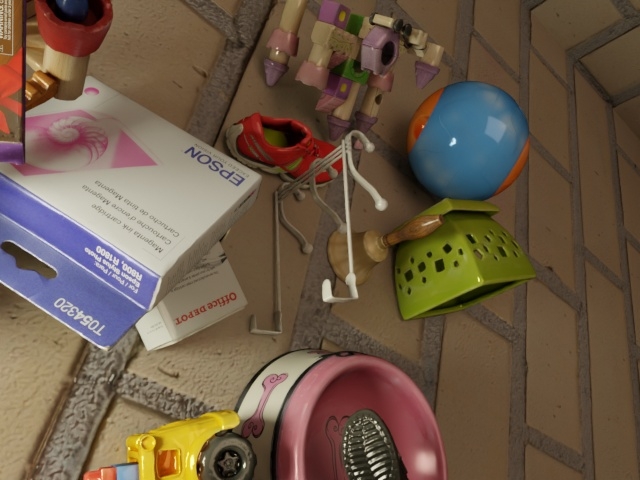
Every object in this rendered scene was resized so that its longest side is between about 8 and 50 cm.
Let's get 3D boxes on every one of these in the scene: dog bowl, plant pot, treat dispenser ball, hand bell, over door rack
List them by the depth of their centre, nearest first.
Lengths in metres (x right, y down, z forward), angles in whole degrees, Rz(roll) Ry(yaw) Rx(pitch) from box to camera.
[{"bbox_3d":[0.049,0.369,0.983,0.408,0.150,0.408,19,60,-36],"label":"dog bowl"},{"bbox_3d":[0.000,0.000,1.039,0.108,0.239,0.324,25,56,-27],"label":"over door rack"},{"bbox_3d":[0.138,-0.002,1.163,0.126,0.242,0.126,18,61,-37],"label":"hand bell"},{"bbox_3d":[0.293,0.034,1.315,0.227,0.228,0.207,-1,67,-43],"label":"plant pot"},{"bbox_3d":[0.349,-0.233,1.432,0.288,0.288,0.288,19,60,-37],"label":"treat dispenser ball"}]

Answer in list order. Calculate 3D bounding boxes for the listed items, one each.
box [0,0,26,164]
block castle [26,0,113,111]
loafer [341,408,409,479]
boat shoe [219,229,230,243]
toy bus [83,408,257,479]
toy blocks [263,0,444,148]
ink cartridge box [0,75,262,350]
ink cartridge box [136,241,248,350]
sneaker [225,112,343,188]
[{"bbox_3d":[-0.375,-0.218,0.537,0.200,0.057,0.293,-1,76,-25],"label":"box"},{"bbox_3d":[-0.487,-0.313,0.657,0.453,0.213,0.303,41,51,-2],"label":"block castle"},{"bbox_3d":[0.091,0.356,0.880,0.078,0.080,0.220,23,49,-75],"label":"loafer"},{"bbox_3d":[-0.170,-0.056,1.039,0.042,0.049,0.133,24,54,-28],"label":"boat shoe"},{"bbox_3d":[-0.196,0.346,0.778,0.211,0.149,0.220,-1,75,-30],"label":"toy bus"},{"bbox_3d":[0.065,-0.324,1.239,0.288,0.309,0.260,2,113,-51],"label":"toy blocks"},{"bbox_3d":[-0.298,-0.064,0.804,0.324,0.071,0.330,31,46,7],"label":"ink cartridge box"},{"bbox_3d":[-0.226,0.042,0.911,0.153,0.087,0.208,-23,87,-46],"label":"ink cartridge box"},{"bbox_3d":[-0.045,-0.176,1.157,0.279,0.118,0.107,7,68,-41],"label":"sneaker"}]
